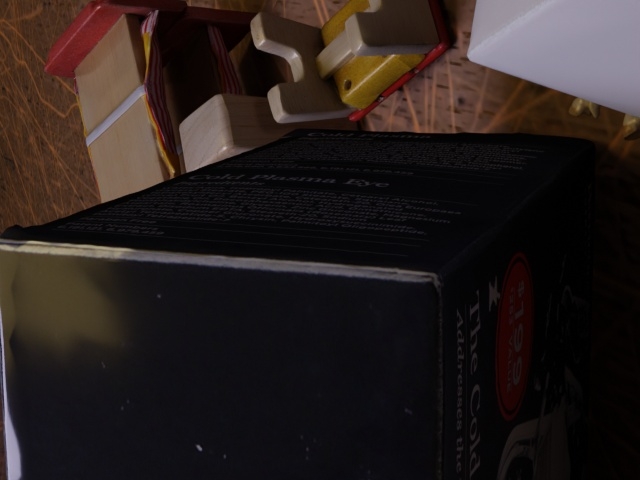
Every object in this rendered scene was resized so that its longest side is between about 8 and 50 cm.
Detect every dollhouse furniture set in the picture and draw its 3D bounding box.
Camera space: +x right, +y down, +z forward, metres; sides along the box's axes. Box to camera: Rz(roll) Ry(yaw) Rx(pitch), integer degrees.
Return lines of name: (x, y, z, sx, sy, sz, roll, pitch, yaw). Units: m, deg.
dollhouse furniture set: (-0.043, -0.128, 1.024, 0.374, 0.152, 0.201, -35, 62, 45)

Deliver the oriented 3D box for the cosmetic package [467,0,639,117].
cosmetic package: (0.162, -0.164, 0.397, 0.224, 0.138, 0.225, 153, 128, -66)

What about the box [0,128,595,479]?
box: (0.014, 0.136, 0.657, 0.312, 0.178, 0.343, -33, -55, -67)

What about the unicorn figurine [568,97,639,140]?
unicorn figurine: (0.141, -0.109, 0.661, 0.162, 0.060, 0.111, 21, 118, 45)
